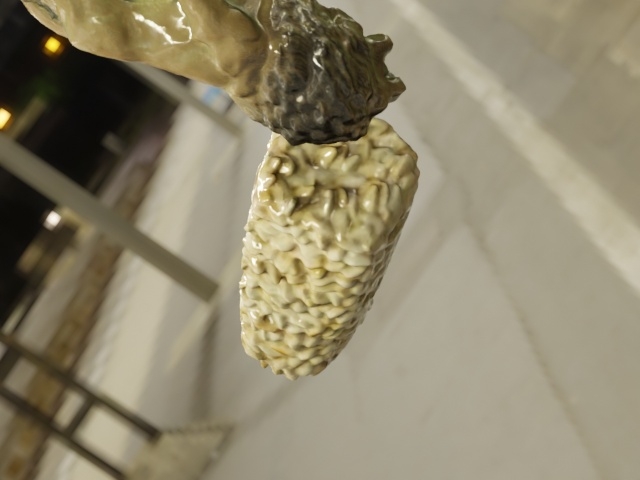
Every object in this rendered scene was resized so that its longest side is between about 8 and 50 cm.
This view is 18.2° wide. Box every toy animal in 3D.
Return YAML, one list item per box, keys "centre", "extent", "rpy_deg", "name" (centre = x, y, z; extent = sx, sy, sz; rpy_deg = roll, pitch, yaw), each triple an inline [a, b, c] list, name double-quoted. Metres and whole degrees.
- centre: [-0.065, -0.106, 0.808]
  extent: [0.069, 0.220, 0.086]
  rpy_deg: [-67, 3, -61]
  name: "toy animal"

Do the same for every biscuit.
- centre: [0.000, 0.000, 0.922]
  extent: [0.082, 0.070, 0.168]
  rpy_deg: [-61, -7, -28]
  name: "biscuit"
